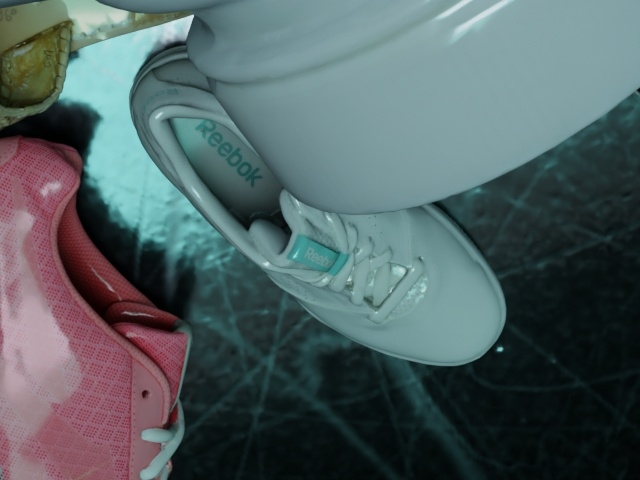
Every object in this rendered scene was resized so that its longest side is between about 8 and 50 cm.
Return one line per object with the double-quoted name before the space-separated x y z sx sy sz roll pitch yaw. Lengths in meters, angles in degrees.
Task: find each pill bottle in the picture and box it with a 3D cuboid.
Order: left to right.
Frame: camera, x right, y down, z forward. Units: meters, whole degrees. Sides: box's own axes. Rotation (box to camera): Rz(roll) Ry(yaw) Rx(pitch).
"pill bottle" -0.036 -0.194 0.345 0.204 0.204 0.361 -33 116 6

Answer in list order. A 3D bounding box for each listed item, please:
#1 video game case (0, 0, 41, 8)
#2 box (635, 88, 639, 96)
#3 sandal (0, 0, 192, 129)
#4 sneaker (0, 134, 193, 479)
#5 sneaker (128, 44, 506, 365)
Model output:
"video game case" -0.160 -0.203 0.411 0.244 0.061 0.270 -21 100 -43
"box" 0.264 -0.110 0.484 0.262 0.127 0.231 14 112 -44
"sandal" -0.134 -0.089 0.532 0.240 0.079 0.088 -23 114 -1
"sneaker" -0.109 0.097 0.589 0.136 0.116 0.314 -22 109 1
"sneaker" 0.000 0.000 0.576 0.212 0.094 0.080 36 101 -15
